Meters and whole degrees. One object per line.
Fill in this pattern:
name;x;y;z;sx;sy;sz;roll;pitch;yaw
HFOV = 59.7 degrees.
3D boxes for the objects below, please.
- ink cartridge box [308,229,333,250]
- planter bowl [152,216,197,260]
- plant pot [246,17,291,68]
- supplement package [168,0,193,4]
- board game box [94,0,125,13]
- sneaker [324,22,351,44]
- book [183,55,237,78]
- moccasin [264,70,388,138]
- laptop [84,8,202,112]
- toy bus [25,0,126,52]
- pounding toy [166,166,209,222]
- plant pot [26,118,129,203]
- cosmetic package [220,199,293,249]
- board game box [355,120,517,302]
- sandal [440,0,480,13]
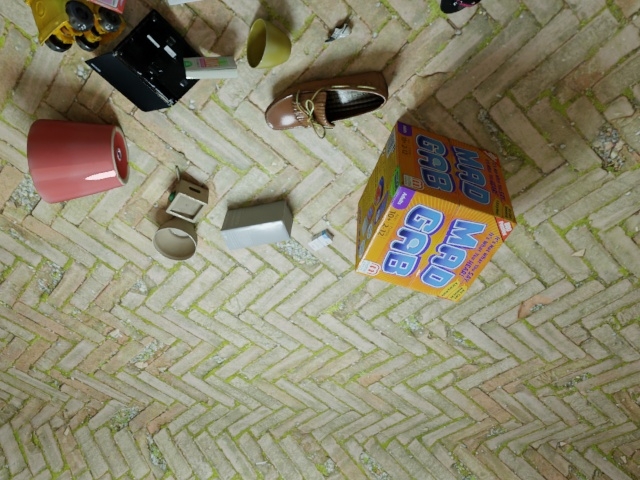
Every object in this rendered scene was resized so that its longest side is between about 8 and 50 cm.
ink cartridge box;0.000;0.000;2.084;0.083;0.028;0.048;-28;123;26
planter bowl;-0.527;-0.018;2.066;0.162;0.109;0.162;3;132;3
plant pot;-0.138;-0.545;1.568;0.095;0.134;0.134;0;137;-32
supplement package;-0.295;-0.691;1.363;0.139;0.244;0.134;-4;130;10
board game box;-0.562;-0.757;1.353;0.242;0.064;0.316;19;100;-11
sneaker;0.046;-0.583;1.572;0.083;0.032;0.037;-23;112;17
book;-0.317;-0.500;1.605;0.144;0.096;0.035;-8;133;-14
moccasin;0.015;-0.394;1.658;0.380;0.147;0.139;-5;130;10
laptop;-0.511;-0.522;1.657;0.264;0.136;0.234;-43;133;6
toy bus;-0.675;-0.637;1.511;0.149;0.220;0.211;-22;94;35
pounding toy;-0.476;-0.160;1.960;0.141;0.100;0.130;23;131;-28
plant pot;-0.761;-0.264;1.790;0.243;0.275;0.275;-6;131;-3
cosmetic package;-0.224;-0.056;1.994;0.238;0.127;0.107;-6;130;13
board game box;0.338;-0.089;1.754;0.356;0.356;0.356;17;131;-9
sandal;0.402;-0.650;1.467;0.179;0.040;0.067;-16;128;18
